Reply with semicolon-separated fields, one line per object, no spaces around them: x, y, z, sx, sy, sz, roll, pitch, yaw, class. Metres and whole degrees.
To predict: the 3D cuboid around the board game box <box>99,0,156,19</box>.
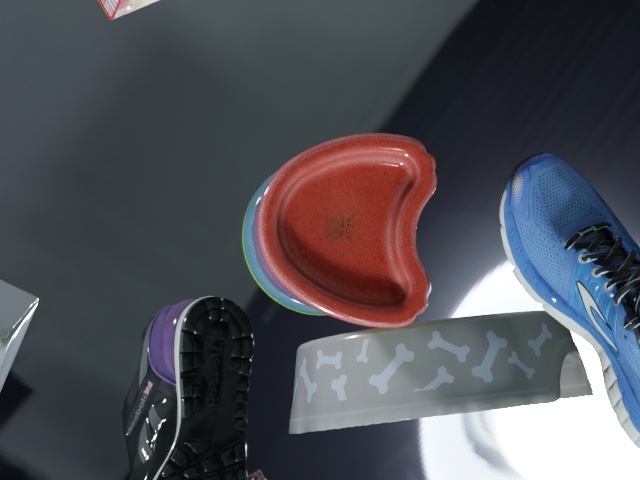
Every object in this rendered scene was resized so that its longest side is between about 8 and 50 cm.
-0.188;-0.371;1.701;0.045;0.193;0.147;59;155;6;board game box

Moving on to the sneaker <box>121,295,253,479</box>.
-0.140;0.199;1.267;0.107;0.283;0.124;21;161;-35;sneaker

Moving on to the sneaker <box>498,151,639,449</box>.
0.298;0.047;1.240;0.330;0.130;0.147;55;156;10;sneaker

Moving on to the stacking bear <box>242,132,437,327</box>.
0.000;0.000;1.306;0.164;0.175;0.289;5;174;-9;stacking bear

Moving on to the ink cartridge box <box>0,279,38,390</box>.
-0.365;0.081;1.086;0.212;0.154;0.093;26;-156;-2;ink cartridge box

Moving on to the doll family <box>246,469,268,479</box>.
-0.084;0.337;1.399;0.163;0.118;0.263;36;-169;11;doll family

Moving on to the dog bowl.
0.130;0.149;1.480;0.348;0.102;0.349;-8;172;-1;dog bowl
